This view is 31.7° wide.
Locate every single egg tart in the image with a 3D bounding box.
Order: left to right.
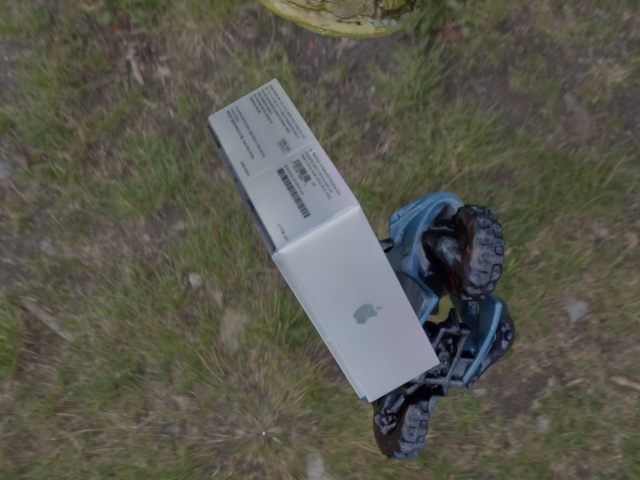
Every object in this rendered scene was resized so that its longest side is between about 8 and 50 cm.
[{"bbox_3d":[0.002,-0.426,1.640,0.345,0.132,0.345,12,35,-9],"label":"egg tart"}]

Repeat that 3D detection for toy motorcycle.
[{"bbox_3d":[0.147,0.102,1.579,0.172,0.232,0.416,4,123,-20],"label":"toy motorcycle"}]

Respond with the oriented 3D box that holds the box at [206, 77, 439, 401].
[{"bbox_3d":[0.000,0.000,0.620,0.051,0.129,0.130,-30,42,1],"label":"box"}]
